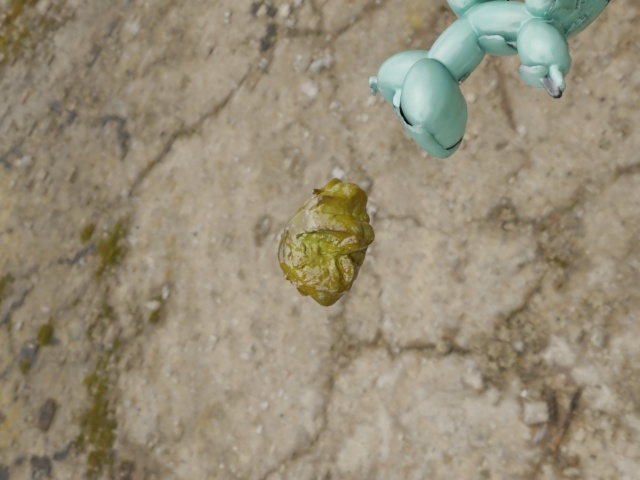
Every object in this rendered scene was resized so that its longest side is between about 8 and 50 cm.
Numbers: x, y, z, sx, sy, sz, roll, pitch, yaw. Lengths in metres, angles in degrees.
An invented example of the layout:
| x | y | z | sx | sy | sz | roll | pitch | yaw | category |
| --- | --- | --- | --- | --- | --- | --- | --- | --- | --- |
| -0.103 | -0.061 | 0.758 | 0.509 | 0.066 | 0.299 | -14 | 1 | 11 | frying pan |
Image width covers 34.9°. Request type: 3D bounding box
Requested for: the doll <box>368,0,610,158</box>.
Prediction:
| x | y | z | sx | sy | sz | roll | pitch | yaw | category |
| --- | --- | --- | --- | --- | --- | --- | --- | --- | --- |
| 0.107 | -0.131 | 0.695 | 0.159 | 0.059 | 0.159 | 8 | 67 | 42 | doll |

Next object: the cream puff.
| x | y | z | sx | sy | sz | roll | pitch | yaw | category |
| --- | --- | --- | --- | --- | --- | --- | --- | --- | --- |
| 0.000 | 0.000 | 0.680 | 0.083 | 0.058 | 0.083 | -35 | 60 | 57 | cream puff |
